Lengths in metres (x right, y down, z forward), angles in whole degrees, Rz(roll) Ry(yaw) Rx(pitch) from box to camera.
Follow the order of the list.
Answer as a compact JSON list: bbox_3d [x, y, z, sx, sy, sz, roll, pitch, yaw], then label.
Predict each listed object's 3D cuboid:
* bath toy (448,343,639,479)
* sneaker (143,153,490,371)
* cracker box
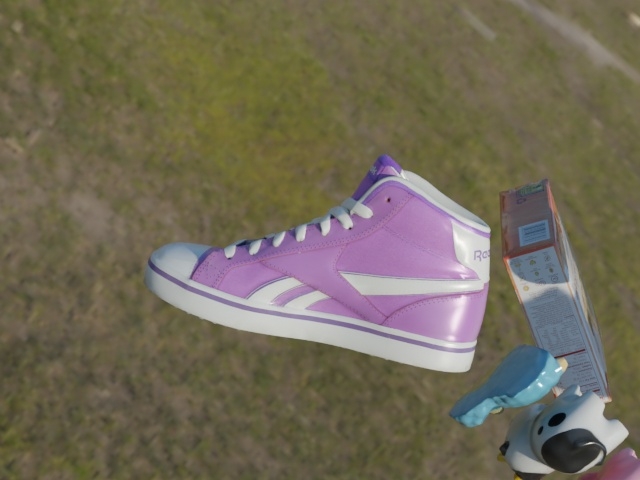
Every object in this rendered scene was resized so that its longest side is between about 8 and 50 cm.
[{"bbox_3d":[0.298,0.275,1.491,0.348,0.129,0.151,47,-7,-3],"label":"bath toy"},{"bbox_3d":[0.000,0.000,1.132,0.282,0.161,0.102,10,12,5],"label":"sneaker"},{"bbox_3d":[0.277,0.065,1.632,0.156,0.067,0.232,-81,152,-59],"label":"cracker box"}]
